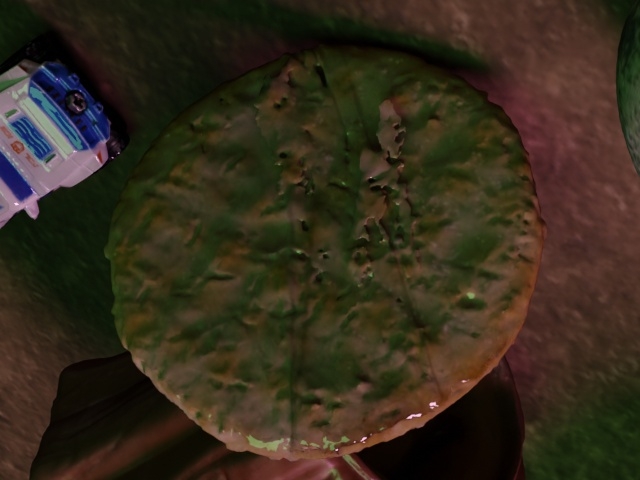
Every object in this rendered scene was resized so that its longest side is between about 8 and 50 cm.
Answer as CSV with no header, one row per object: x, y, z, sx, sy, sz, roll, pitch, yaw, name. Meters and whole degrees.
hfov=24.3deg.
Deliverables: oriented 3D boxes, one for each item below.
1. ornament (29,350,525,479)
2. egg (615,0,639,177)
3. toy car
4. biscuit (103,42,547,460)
-0.014,0.124,0.830,0.221,0.235,0.217,28,136,-29,ornament
0.189,-0.060,0.615,0.132,0.132,0.172,14,142,17,egg
-0.194,-0.047,0.866,0.171,0.070,0.080,-25,112,38,toy car
0.000,-0.001,0.716,0.220,0.220,0.033,15,161,17,biscuit
